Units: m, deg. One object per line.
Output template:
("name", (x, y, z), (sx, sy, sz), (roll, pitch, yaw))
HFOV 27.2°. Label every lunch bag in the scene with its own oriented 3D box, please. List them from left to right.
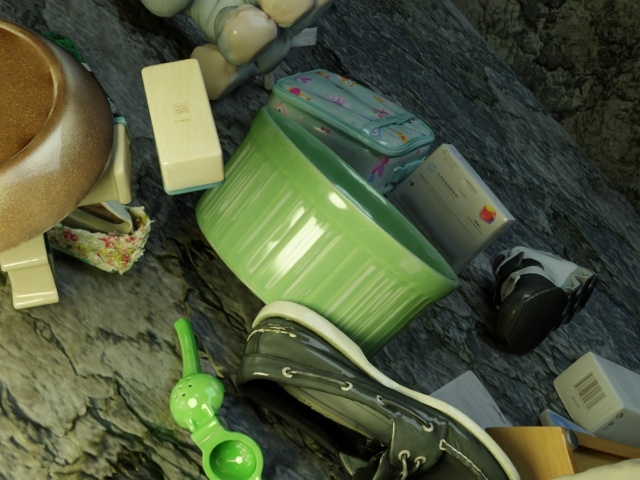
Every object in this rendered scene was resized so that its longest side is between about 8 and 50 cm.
("lunch bag", (0.045, -0.156, 1.910), (0.224, 0.108, 0.279), (28, 19, 12))

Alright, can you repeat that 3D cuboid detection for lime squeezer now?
("lime squeezer", (-0.090, 0.191, 1.251), (0.310, 0.059, 0.110), (55, -6, 26))

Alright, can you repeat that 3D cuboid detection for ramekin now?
("ramekin", (0.000, 0.000, 1.515), (0.303, 0.148, 0.303), (41, 8, -7))

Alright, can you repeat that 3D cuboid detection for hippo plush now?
("hippo plush", (-0.127, -0.359, 1.871), (0.236, 0.234, 0.294), (48, 23, 4))

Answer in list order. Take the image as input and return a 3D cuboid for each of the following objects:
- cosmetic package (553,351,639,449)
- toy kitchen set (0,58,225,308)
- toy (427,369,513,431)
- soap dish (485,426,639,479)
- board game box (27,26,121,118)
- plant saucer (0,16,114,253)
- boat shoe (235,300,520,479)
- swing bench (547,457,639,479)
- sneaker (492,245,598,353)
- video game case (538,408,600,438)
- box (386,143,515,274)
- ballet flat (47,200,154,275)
("cosmetic package", (0.474, 0.264, 2.053), (0.231, 0.085, 0.117), (27, 29, -42))
("toy kitchen set", (-0.192, -0.047, 1.183), (0.166, 0.207, 0.122), (88, -10, -51))
("toy", (0.163, 0.246, 1.574), (0.137, 0.056, 0.237), (53, 24, 11))
("soap dish", (0.316, 0.336, 1.539), (0.291, 0.118, 0.229), (21, 49, -48))
("board game box", (-0.344, -0.193, 1.478), (0.136, 0.030, 0.259), (52, 23, 20))
("plant saucer", (-0.325, -0.099, 1.072), (0.310, 0.050, 0.311), (1, 46, -2))
("boat shoe", (0.055, 0.204, 1.374), (0.340, 0.127, 0.113), (40, 47, -8))
("swing bench", (0.258, 0.315, 1.241), (0.165, 0.253, 0.255), (-74, 150, -65))
("sneaker", (0.317, 0.081, 2.080), (0.146, 0.122, 0.330), (33, 19, 19))
("video game case", (0.411, 0.349, 1.873), (0.212, 0.023, 0.193), (30, 27, -33))
("box", (0.157, -0.021, 1.850), (0.145, 0.186, 0.038), (52, 23, 17))
("ballet flat", (-0.264, -0.038, 1.286), (0.241, 0.077, 0.091), (23, 32, -43))
